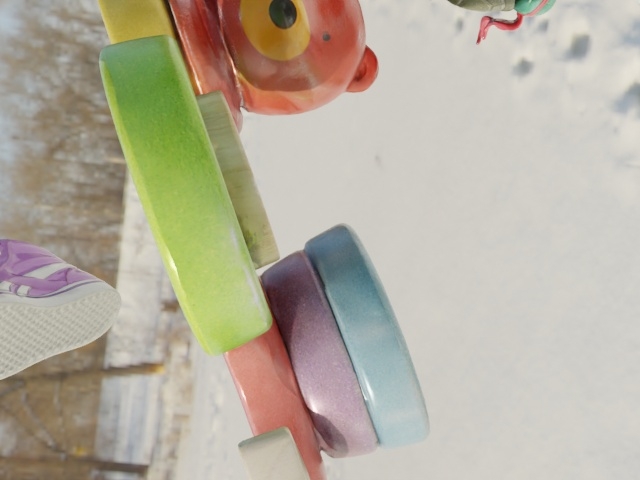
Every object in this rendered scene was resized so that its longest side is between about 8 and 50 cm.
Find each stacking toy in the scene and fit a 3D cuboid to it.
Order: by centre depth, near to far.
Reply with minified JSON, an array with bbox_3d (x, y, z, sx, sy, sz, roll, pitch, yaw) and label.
[{"bbox_3d":[0.000,0.000,0.535,0.279,0.130,0.309,-121,12,-73],"label":"stacking toy"}]

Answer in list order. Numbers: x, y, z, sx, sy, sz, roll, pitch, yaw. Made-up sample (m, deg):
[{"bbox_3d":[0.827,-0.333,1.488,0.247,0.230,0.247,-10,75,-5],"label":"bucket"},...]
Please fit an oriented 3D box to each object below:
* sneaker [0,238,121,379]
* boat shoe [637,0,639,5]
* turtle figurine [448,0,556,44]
[{"bbox_3d":[-0.367,0.067,1.199,0.282,0.161,0.102,-7,-54,-63],"label":"sneaker"},{"bbox_3d":[0.217,-0.137,0.543,0.118,0.320,0.103,-37,48,15],"label":"boat shoe"},{"bbox_3d":[0.112,-0.237,0.829,0.175,0.234,0.118,-22,46,67],"label":"turtle figurine"}]
